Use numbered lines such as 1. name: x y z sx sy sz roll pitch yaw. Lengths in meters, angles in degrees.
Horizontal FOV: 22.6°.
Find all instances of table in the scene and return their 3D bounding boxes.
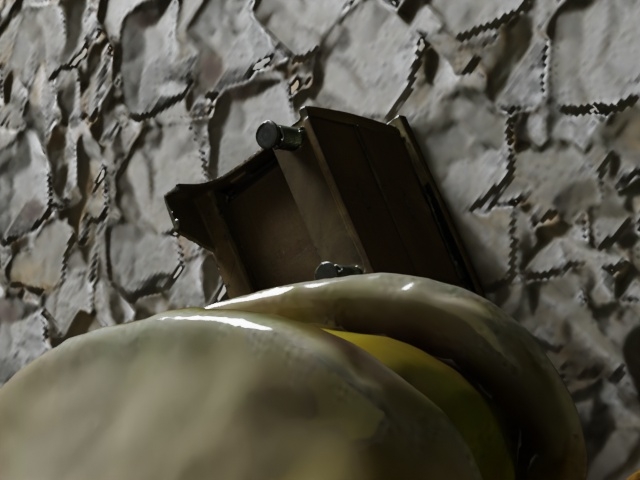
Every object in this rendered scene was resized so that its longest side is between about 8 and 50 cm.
1. table: 0.000 0.000 0.617 0.070 0.082 0.083 -34 67 30

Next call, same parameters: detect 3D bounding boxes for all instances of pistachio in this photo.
1. pistachio: -0.036 0.115 0.571 0.197 0.166 0.288 49 120 8

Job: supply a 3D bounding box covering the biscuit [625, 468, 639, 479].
1. biscuit: 0.182 0.133 0.498 0.288 0.044 0.202 -20 74 31
